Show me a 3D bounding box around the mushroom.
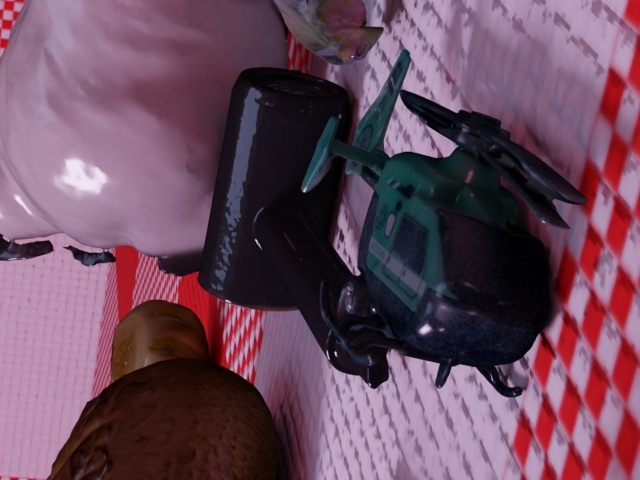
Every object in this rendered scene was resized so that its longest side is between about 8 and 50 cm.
[{"bbox_3d":[-0.101,0.190,0.964,0.253,0.153,0.253,-165,90,-82],"label":"mushroom"}]

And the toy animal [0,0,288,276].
[{"bbox_3d":[-0.126,-0.164,0.942,0.194,0.258,0.357,-122,16,-60],"label":"toy animal"}]

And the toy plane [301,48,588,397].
[{"bbox_3d":[0.038,-0.010,0.591,0.235,0.060,0.096,-128,53,-69],"label":"toy plane"}]

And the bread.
[{"bbox_3d":[-0.129,0.104,1.299,0.157,0.083,0.094,-104,26,-55],"label":"bread"}]

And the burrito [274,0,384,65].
[{"bbox_3d":[0.004,-0.209,0.804,0.144,0.089,0.228,109,165,-58],"label":"burrito"}]

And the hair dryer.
[{"bbox_3d":[0.000,0.000,0.805,0.255,0.070,0.128,-129,47,-64],"label":"hair dryer"}]

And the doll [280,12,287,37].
[{"bbox_3d":[-0.107,-0.179,1.132,0.134,0.186,0.106,-54,14,4],"label":"doll"}]
